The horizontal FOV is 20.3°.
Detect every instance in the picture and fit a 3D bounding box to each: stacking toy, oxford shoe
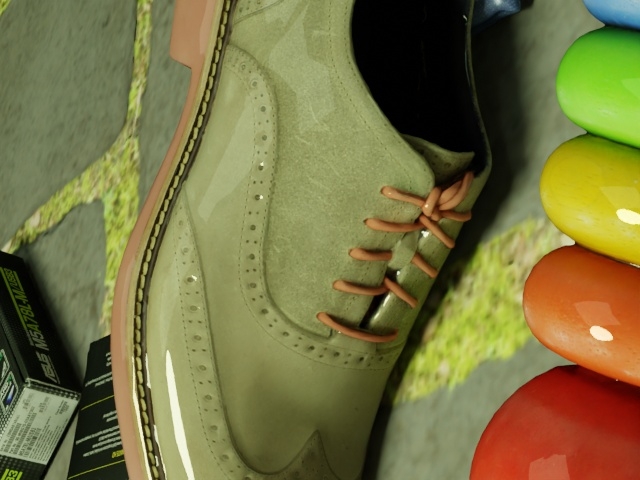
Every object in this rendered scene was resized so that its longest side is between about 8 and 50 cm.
[{"bbox_3d":[0.129,-0.032,0.571,0.141,0.141,0.330,27,104,61],"label":"stacking toy"},{"bbox_3d":[0.000,0.000,0.754,0.130,0.123,0.348,0,85,43],"label":"oxford shoe"}]

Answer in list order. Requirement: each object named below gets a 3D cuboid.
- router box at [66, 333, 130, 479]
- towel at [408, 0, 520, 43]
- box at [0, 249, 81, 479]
[{"bbox_3d":[-0.077,0.103,0.891,0.179,0.046,0.133,-24,53,59],"label":"router box"},{"bbox_3d":[0.008,-0.208,0.884,0.209,0.034,0.285,-27,69,51],"label":"towel"},{"bbox_3d":[-0.229,0.125,1.151,0.190,0.045,0.184,-61,33,16],"label":"box"}]
